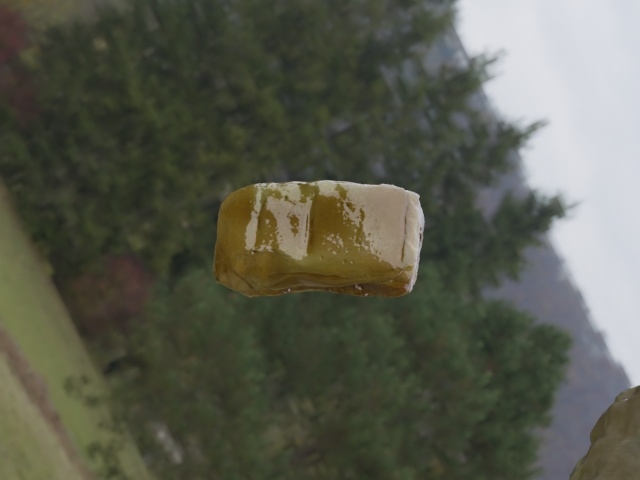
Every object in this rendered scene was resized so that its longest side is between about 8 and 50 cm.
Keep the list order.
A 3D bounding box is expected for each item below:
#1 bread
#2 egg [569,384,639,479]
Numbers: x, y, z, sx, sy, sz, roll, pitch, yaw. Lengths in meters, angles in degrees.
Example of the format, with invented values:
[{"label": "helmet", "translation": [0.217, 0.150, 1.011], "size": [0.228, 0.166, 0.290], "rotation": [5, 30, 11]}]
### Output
[{"label": "bread", "translation": [0.000, 0.000, 1.014], "size": [0.053, 0.132, 0.074], "rotation": [66, 30, -55]}, {"label": "egg", "translation": [0.240, 0.182, 0.731], "size": [0.310, 0.279, 0.279], "rotation": [39, 2, -2]}]
